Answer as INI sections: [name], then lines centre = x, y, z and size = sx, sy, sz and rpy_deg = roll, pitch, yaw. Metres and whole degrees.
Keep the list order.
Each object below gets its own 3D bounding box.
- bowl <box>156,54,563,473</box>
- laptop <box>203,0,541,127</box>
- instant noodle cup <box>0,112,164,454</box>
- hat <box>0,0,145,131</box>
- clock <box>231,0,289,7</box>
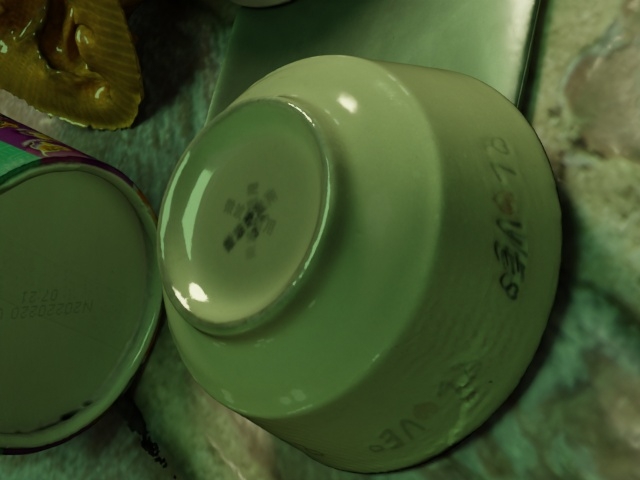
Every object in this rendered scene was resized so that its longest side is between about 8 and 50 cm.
[bowl]
centre = 0.000, 0.000, 0.682
size = 0.237, 0.126, 0.238
rpy_deg = -16, 65, 38
[laptop]
centre = 0.019, -0.089, 0.805
size = 0.269, 0.015, 0.188
rpy_deg = -2, 68, 43
[instant noodle cup]
centre = -0.235, 0.023, 0.844
size = 0.190, 0.251, 0.251
rpy_deg = 16, 81, 38
[hat]
centre = -0.177, -0.254, 0.977
size = 0.233, 0.244, 0.233
rpy_deg = -30, 27, 54
[clock]
centre = -0.027, -0.265, 0.892
size = 0.197, 0.068, 0.197
rpy_deg = -24, 50, 33
